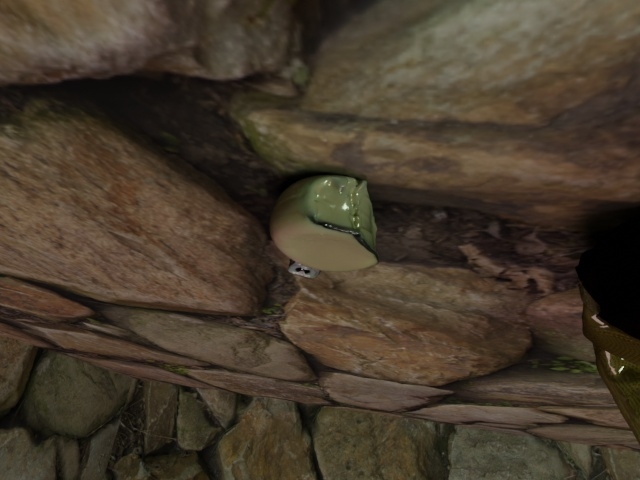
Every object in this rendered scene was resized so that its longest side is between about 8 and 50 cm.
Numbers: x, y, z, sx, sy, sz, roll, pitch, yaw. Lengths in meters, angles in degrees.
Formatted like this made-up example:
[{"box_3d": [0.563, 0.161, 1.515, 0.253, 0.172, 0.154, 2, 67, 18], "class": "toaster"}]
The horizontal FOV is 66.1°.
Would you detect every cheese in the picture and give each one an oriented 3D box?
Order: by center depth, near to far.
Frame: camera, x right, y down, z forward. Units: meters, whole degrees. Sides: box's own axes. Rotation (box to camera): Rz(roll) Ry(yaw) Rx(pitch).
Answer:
[{"box_3d": [0.007, 0.001, 0.425, 0.092, 0.047, 0.171, 8, 157, 9], "class": "cheese"}]

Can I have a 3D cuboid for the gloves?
[{"box_3d": [0.319, 0.097, 0.418, 0.154, 0.141, 0.331, -32, 130, 20], "class": "gloves"}]
